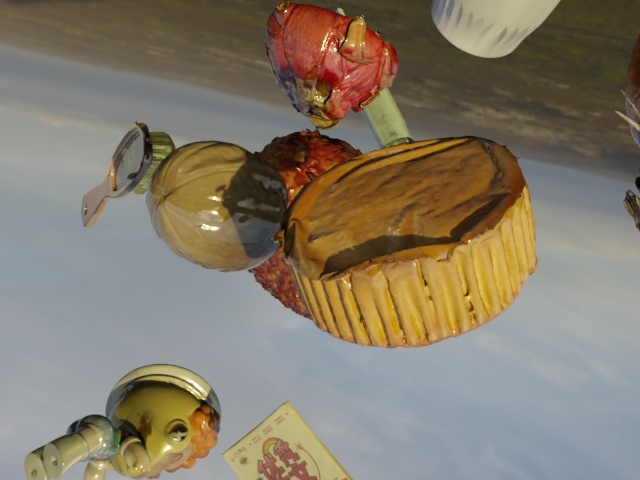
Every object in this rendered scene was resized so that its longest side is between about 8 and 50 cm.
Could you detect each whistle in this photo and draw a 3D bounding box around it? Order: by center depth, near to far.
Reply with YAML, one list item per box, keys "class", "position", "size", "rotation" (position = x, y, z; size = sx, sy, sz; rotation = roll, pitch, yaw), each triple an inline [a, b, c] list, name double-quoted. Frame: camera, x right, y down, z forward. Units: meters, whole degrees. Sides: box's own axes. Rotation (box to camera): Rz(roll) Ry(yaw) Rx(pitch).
- class: "whistle"
  position: [0.078, -0.277, 1.425]
  size: [0.062, 0.062, 0.312]
  rotation: [6, -128, -43]

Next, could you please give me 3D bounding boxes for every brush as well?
- class: "brush"
  position: [-0.272, -0.077, 1.145]
  size: [0.067, 0.071, 0.313]
  rotation: [6, 161, -30]

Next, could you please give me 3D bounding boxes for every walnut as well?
- class: "walnut"
  position: [-0.106, -0.036, 0.861]
  size: [0.140, 0.140, 0.162]
  rotation: [15, 169, 28]

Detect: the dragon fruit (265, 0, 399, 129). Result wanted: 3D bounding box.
- class: "dragon fruit"
  position: [0.000, -0.255, 1.277]
  size: [0.219, 0.148, 0.224]
  rotation: [22, 172, -1]

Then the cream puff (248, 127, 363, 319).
- class: "cream puff"
  position: [0.002, -0.001, 1.231]
  size: [0.350, 0.229, 0.350]
  rotation: [40, 161, 17]

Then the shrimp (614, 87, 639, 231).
- class: "shrimp"
  position: [0.436, -0.072, 0.969]
  size: [0.116, 0.145, 0.343]
  rotation: [7, 145, 47]

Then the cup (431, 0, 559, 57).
- class: "cup"
  position: [0.372, -0.546, 1.554]
  size: [0.254, 0.253, 0.371]
  rotation: [10, 148, -11]

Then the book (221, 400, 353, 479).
- class: "book"
  position: [-0.034, 0.391, 1.319]
  size: [0.232, 0.162, 0.022]
  rotation: [50, -158, 4]

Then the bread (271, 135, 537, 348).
- class: "bread"
  position: [0.070, 0.002, 0.642]
  size: [0.199, 0.104, 0.199]
  rotation: [-15, -149, 9]

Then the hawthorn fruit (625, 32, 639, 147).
- class: "hawthorn fruit"
  position: [0.680, -0.305, 1.422]
  size: [0.285, 0.368, 0.285]
  rotation: [-1, -171, 0]

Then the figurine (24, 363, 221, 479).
- class: "figurine"
  position: [-0.329, 0.324, 1.434]
  size: [0.225, 0.205, 0.382]
  rotation: [-28, 166, 14]
